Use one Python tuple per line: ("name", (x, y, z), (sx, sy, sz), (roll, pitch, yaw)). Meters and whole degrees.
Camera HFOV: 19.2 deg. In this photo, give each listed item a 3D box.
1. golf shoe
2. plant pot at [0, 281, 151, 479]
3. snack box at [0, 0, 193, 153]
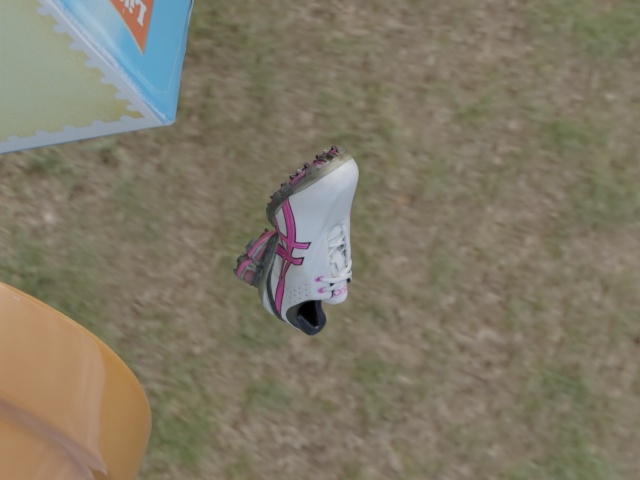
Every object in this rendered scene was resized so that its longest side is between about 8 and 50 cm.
("golf shoe", (0.000, 0.000, 1.369), (0.067, 0.186, 0.086), (-36, 76, -30))
("plant pot", (-0.254, 0.157, 1.033), (0.291, 0.291, 0.203), (32, 53, -31))
("snack box", (-0.171, -0.107, 0.280), (0.322, 0.187, 0.060), (51, 38, -51))
